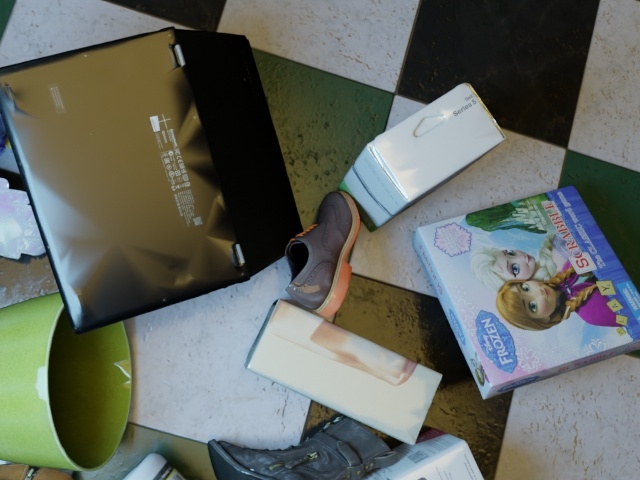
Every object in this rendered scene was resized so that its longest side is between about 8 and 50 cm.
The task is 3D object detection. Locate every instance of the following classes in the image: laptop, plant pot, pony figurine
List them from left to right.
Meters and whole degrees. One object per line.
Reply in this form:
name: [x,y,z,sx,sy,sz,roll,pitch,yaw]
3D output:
pony figurine: [-0.558,-0.160,1.171,0.351,0.363,0.302,14,72,-22]
plant pot: [-0.481,0.217,1.153,0.294,0.275,0.274,-5,82,10]
laptop: [-0.235,-0.112,1.183,0.408,0.236,0.382,-18,97,-13]

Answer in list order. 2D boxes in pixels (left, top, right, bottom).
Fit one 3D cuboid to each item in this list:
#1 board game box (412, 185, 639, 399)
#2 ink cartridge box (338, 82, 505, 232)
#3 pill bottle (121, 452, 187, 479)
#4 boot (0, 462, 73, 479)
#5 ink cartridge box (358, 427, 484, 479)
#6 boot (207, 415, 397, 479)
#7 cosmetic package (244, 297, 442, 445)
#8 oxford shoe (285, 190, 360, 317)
board game box: [0.368,0.079,1.317,0.318,0.066,0.318,-16,60,-10]
ink cartridge box: [0.159,-0.130,1.272,0.198,0.273,0.114,-34,87,-11]
pill bottle: [-0.205,0.507,1.164,0.334,0.188,0.188,44,78,1]
boot: [-0.513,0.411,1.106,0.283,0.220,0.109,10,124,-9]
ink cartridge box: [0.129,0.411,1.235,0.237,0.172,0.100,-24,87,-11]
boot: [-0.034,0.358,1.246,0.229,0.263,0.091,-26,121,-38]
cosmetic package: [0.032,0.216,1.263,0.296,0.153,0.129,26,80,-5]
oxford shoe: [0.000,0.000,1.264,0.098,0.097,0.271,26,40,-17]
